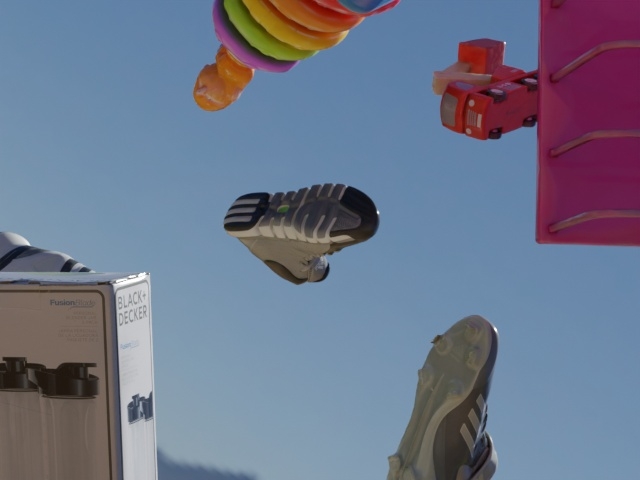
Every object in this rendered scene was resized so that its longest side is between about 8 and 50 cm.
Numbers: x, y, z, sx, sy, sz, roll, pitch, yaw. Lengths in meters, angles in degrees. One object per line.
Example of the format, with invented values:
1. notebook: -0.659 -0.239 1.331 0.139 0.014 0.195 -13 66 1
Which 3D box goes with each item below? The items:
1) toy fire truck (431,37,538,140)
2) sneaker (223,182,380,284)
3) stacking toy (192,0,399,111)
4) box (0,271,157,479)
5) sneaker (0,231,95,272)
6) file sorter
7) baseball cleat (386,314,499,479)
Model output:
1. toy fire truck: 0.159 -0.151 1.960 0.135 0.047 0.192 19 25 33
2. sneaker: 0.000 0.000 2.455 0.229 0.086 0.132 3 -38 39
3. stacking toy: -0.041 -0.228 1.974 0.165 0.175 0.302 51 -50 6
4. box: -0.225 0.171 1.655 0.169 0.290 0.087 -1 5 19
5. sneaker: -0.405 0.176 2.411 0.257 0.447 0.169 15 -38 30
6. file sorter: 0.303 -0.146 1.685 0.202 0.290 0.182 2 -5 -7
7. baseball cleat: 0.129 0.161 1.835 0.109 0.206 0.072 9 25 -40
